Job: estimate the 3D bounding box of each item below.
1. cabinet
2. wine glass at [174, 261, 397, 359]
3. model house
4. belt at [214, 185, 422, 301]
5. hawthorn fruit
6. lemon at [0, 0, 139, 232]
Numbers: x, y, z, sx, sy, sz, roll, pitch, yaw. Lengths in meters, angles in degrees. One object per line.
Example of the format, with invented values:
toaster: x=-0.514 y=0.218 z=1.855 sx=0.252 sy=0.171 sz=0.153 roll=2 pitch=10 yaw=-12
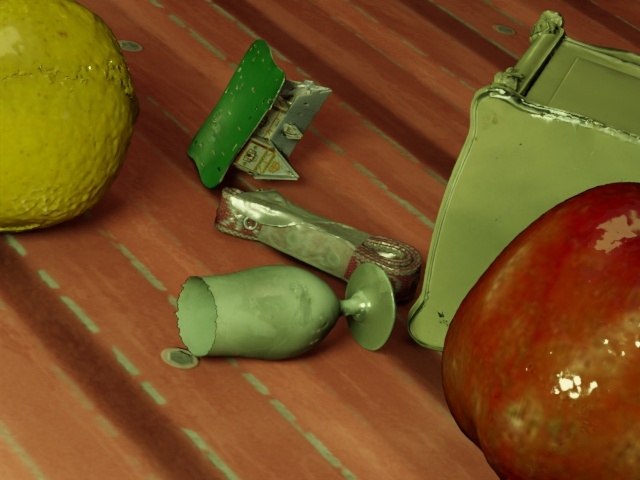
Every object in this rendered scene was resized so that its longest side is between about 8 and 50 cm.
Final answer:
cabinet: x=0.262 y=-0.045 z=1.888 sx=0.227 sy=0.290 sz=0.318 roll=19 pitch=26 yaw=9
wine glass: x=-0.034 y=0.068 z=1.735 sx=0.202 sy=0.093 sz=0.093 roll=-1 pitch=30 yaw=-33
model house: x=-0.063 y=-0.129 z=2.057 sx=0.088 sy=0.167 sz=0.117 roll=23 pitch=19 yaw=-31
belt: x=0.000 y=0.000 z=1.929 sx=0.232 sy=0.053 sz=0.071 roll=22 pitch=35 yaw=14
hawthorn fruit: x=0.246 y=0.105 z=1.587 sx=0.295 sy=0.311 sz=0.295 roll=4 pitch=-5 yaw=0
lemon: x=-0.327 y=-0.136 z=1.795 sx=0.310 sy=0.258 sz=0.258 roll=1 pitch=29 yaw=-39
